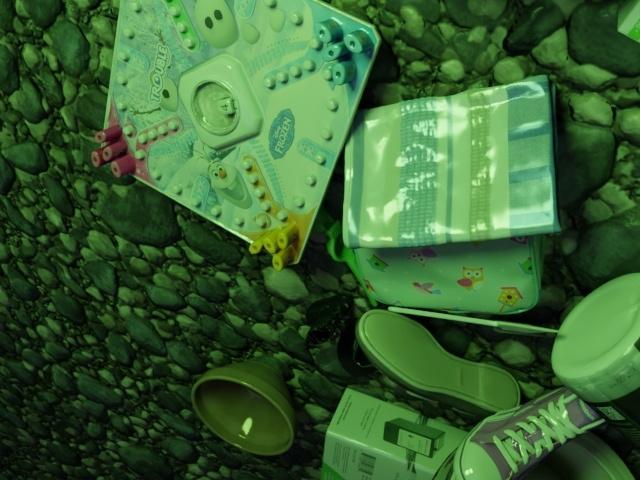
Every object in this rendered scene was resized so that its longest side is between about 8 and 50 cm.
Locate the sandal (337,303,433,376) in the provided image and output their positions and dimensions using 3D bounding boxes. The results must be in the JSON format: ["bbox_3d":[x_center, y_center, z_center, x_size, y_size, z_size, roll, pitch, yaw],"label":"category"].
[{"bbox_3d":[0.100,0.172,1.174,0.097,0.054,0.254,34,133,-1],"label":"sandal"}]

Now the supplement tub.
[{"bbox_3d":[0.494,0.209,0.906,0.316,0.194,0.193,41,133,-6],"label":"supplement tub"}]

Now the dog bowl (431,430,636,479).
[{"bbox_3d":[0.345,0.499,1.096,0.408,0.408,0.150,36,153,-4],"label":"dog bowl"}]

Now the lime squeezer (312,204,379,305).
[{"bbox_3d":[0.000,0.000,1.088,0.310,0.059,0.110,40,133,-8],"label":"lime squeezer"}]

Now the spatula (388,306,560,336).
[{"bbox_3d":[0.229,0.126,1.012,0.242,0.168,0.019,6,86,12],"label":"spatula"}]

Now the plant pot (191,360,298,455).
[{"bbox_3d":[-0.143,0.333,1.390,0.237,0.110,0.237,15,132,17],"label":"plant pot"}]

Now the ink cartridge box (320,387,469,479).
[{"bbox_3d":[0.157,0.446,1.317,0.289,0.121,0.211,18,132,14],"label":"ink cartridge box"}]

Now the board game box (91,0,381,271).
[{"bbox_3d":[-0.153,-0.192,0.951,0.390,0.050,0.390,29,125,12],"label":"board game box"}]

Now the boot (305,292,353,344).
[{"bbox_3d":[0.002,0.146,1.173,0.121,0.099,0.045,-29,108,40],"label":"boot"}]

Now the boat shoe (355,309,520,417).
[{"bbox_3d":[0.181,0.221,1.098,0.335,0.112,0.095,28,143,-20],"label":"boat shoe"}]

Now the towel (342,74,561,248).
[{"bbox_3d":[0.158,-0.097,0.852,0.285,0.209,0.034,-4,164,28],"label":"towel"}]

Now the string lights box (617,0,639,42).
[{"bbox_3d":[0.455,-0.218,0.665,0.259,0.077,0.133,29,132,3],"label":"string lights box"}]

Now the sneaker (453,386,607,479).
[{"bbox_3d":[0.332,0.282,0.998,0.102,0.282,0.161,57,151,16],"label":"sneaker"}]

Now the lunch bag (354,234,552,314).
[{"bbox_3d":[0.185,-0.010,0.950,0.279,0.108,0.224,1,125,26],"label":"lunch bag"}]
